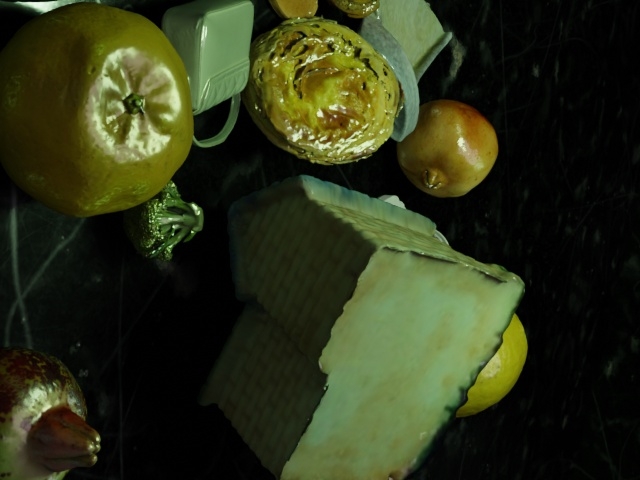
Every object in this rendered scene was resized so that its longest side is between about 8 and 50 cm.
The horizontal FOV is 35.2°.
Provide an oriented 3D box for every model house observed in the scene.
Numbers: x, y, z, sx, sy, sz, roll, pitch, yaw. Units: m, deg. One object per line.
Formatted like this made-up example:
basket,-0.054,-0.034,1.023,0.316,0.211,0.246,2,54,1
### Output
model house,0.025,0.135,1.700,0.395,0.400,0.445,12,108,-44

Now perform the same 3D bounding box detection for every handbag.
handbag,-0.168,-0.249,1.517,0.256,0.079,0.219,-50,145,-67

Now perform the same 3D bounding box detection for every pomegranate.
pomegranate,-0.380,0.246,1.309,0.214,0.248,0.214,-11,103,-53
pomegranate,0.262,-0.188,2.071,0.209,0.209,0.209,-22,118,-49

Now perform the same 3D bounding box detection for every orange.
orange,-0.290,-0.168,1.303,0.279,0.235,0.279,-7,99,-50

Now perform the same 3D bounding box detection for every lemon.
lemon,0.304,0.239,2.206,0.297,0.297,0.297,-22,118,-49

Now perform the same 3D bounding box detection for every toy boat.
toy boat,0.143,-0.371,1.950,0.276,0.111,0.293,48,50,-47

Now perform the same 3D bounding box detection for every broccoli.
broccoli,-0.238,-0.034,1.517,0.131,0.120,0.130,67,22,-84

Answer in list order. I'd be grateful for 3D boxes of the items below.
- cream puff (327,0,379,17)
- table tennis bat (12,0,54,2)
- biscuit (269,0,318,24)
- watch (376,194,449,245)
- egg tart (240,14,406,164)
cream puff,0.056,-0.456,1.782,0.104,0.119,0.133,119,-11,-49
table tennis bat,-0.322,-0.330,1.215,0.150,0.236,0.027,-5,86,-39
biscuit,-0.047,-0.435,1.722,0.140,0.023,0.118,47,63,-49
watch,0.166,0.045,1.995,0.244,0.231,0.196,-56,137,-20
egg tart,-0.002,-0.248,1.721,0.297,0.132,0.297,7,68,-18
